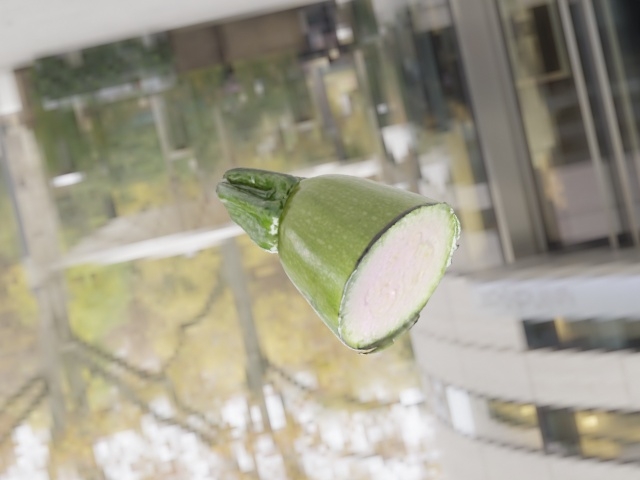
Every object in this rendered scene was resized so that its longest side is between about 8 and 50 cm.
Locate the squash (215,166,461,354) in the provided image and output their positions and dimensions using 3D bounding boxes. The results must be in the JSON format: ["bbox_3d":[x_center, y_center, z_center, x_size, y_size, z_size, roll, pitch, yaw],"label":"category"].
[{"bbox_3d":[0.003,-0.007,1.144,0.132,0.105,0.105,34,-148,31],"label":"squash"}]
